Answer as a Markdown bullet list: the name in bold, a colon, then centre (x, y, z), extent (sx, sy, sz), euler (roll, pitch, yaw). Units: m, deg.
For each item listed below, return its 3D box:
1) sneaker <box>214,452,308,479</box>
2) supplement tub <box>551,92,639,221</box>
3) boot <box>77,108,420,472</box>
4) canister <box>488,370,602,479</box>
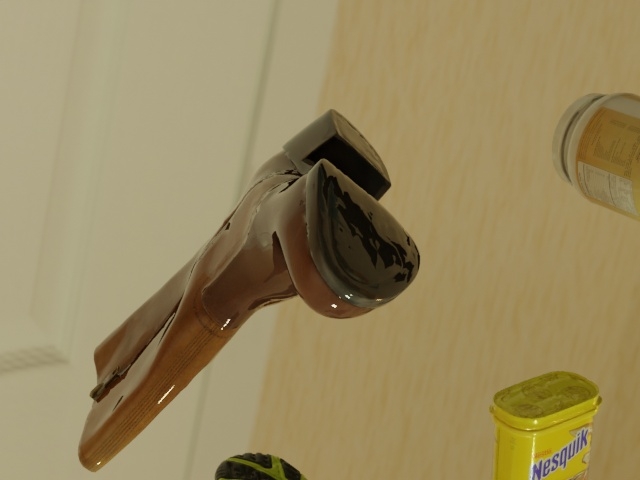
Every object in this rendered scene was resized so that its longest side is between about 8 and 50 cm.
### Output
- **sneaker**: centre (0.000, 0.424, 1.606), extent (0.145, 0.147, 0.384), euler (-11, -141, -37)
- **supplement tub**: centre (0.392, -0.098, 1.596), extent (0.144, 0.144, 0.199), euler (4, -164, -35)
- **boot**: centre (-0.073, 0.051, 0.879), extent (0.096, 0.280, 0.264), euler (42, -165, -24)
- **canister**: centre (0.247, 0.245, 1.467), extent (0.126, 0.170, 0.073), euler (-15, -153, -31)
